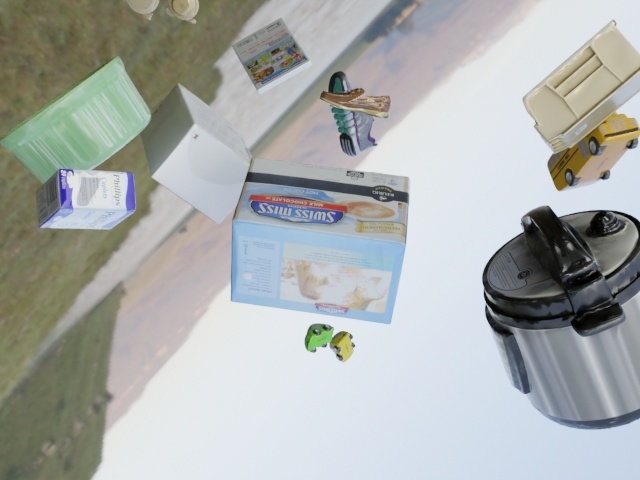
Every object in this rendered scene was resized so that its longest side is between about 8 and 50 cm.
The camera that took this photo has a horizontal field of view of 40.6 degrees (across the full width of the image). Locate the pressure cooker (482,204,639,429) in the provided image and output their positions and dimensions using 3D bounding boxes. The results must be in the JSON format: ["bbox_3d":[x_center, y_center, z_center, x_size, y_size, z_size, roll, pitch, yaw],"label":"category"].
[{"bbox_3d":[0.540,0.127,1.807,0.369,0.421,0.375,2,-145,50],"label":"pressure cooker"}]

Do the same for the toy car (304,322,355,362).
[{"bbox_3d":[0.027,0.229,2.250,0.225,0.053,0.239,-16,127,-49],"label":"toy car"}]

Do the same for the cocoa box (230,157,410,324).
[{"bbox_3d":[0.000,0.000,1.797,0.228,0.347,0.232,-80,177,-50],"label":"cocoa box"}]

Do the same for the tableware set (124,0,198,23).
[{"bbox_3d":[-0.267,-0.460,1.509,0.020,0.141,0.169,-67,177,-61],"label":"tableware set"}]

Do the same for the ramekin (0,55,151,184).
[{"bbox_3d":[-0.503,-0.240,1.816,0.303,0.148,0.303,-31,-161,12],"label":"ramekin"}]

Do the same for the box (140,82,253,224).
[{"bbox_3d":[-0.308,-0.225,2.175,0.168,0.215,0.345,-48,-152,10],"label":"box"}]

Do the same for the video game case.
[{"bbox_3d":[-0.073,-0.271,1.266,0.087,0.011,0.122,-29,-130,0],"label":"video game case"}]

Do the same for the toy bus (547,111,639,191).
[{"bbox_3d":[0.685,-0.231,2.191,0.108,0.130,0.333,-12,160,-8],"label":"toy bus"}]

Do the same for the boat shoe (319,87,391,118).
[{"bbox_3d":[0.086,-0.341,2.095,0.064,0.177,0.060,-116,-142,-74],"label":"boat shoe"}]

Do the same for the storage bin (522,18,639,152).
[{"bbox_3d":[0.581,-0.324,1.911,0.260,0.123,0.262,-41,168,14],"label":"storage bin"}]

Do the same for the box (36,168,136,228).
[{"bbox_3d":[-0.411,-0.070,1.518,0.137,0.072,0.126,0,165,-35],"label":"box"}]

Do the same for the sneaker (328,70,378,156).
[{"bbox_3d":[0.087,-0.334,2.235,0.098,0.224,0.083,-24,-155,-27],"label":"sneaker"}]
